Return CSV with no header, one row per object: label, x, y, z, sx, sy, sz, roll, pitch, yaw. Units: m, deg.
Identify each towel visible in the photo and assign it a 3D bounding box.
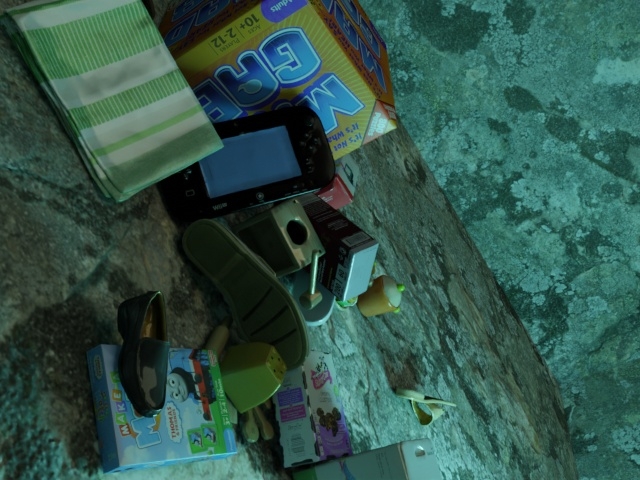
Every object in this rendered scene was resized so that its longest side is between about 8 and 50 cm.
towel,-0.320,-0.248,1.132,0.248,0.038,0.324,-37,102,-39

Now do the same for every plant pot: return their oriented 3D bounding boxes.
plant pot,-0.102,0.211,1.125,0.081,0.083,0.081,61,23,-19

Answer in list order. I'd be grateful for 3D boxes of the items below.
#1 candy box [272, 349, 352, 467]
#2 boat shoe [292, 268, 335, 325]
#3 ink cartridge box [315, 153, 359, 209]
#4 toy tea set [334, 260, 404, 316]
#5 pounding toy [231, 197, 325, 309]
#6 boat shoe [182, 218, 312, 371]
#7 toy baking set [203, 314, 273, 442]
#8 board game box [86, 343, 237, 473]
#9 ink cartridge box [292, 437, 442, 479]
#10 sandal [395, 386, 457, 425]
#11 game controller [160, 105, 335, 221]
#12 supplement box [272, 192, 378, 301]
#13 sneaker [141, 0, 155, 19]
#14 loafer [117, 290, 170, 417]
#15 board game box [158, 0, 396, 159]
candy box,-0.019,0.298,1.270,0.165,0.070,0.196,29,46,-64
boat shoe,-0.013,0.082,1.515,0.084,0.095,0.258,79,7,-51
ink cartridge box,0.010,-0.129,1.730,0.078,0.134,0.231,55,25,-23
toy tea set,0.098,0.074,1.723,0.336,0.124,0.199,22,48,-59
pounding toy,-0.044,0.025,1.366,0.094,0.181,0.206,-32,97,-45
boat shoe,-0.113,0.087,1.223,0.302,0.113,0.103,54,8,8
toy baking set,-0.131,0.228,1.199,0.196,0.030,0.256,57,24,-25
board game box,-0.214,0.227,0.973,0.212,0.039,0.160,14,54,-52
ink cartridge box,0.085,0.414,1.229,0.154,0.213,0.093,21,48,-60
sandal,0.261,0.433,1.807,0.240,0.088,0.079,27,74,-46
game controller,-0.132,-0.140,1.279,0.067,0.320,0.166,124,-52,-67
supplement box,0.000,0.000,1.431,0.073,0.130,0.239,-22,47,-37
sneaker,-0.378,-0.513,1.369,0.188,0.066,0.071,55,23,-22
loafer,-0.225,0.144,0.923,0.062,0.061,0.170,19,47,-51
board game box,-0.093,-0.373,1.466,0.356,0.356,0.356,48,27,-34
